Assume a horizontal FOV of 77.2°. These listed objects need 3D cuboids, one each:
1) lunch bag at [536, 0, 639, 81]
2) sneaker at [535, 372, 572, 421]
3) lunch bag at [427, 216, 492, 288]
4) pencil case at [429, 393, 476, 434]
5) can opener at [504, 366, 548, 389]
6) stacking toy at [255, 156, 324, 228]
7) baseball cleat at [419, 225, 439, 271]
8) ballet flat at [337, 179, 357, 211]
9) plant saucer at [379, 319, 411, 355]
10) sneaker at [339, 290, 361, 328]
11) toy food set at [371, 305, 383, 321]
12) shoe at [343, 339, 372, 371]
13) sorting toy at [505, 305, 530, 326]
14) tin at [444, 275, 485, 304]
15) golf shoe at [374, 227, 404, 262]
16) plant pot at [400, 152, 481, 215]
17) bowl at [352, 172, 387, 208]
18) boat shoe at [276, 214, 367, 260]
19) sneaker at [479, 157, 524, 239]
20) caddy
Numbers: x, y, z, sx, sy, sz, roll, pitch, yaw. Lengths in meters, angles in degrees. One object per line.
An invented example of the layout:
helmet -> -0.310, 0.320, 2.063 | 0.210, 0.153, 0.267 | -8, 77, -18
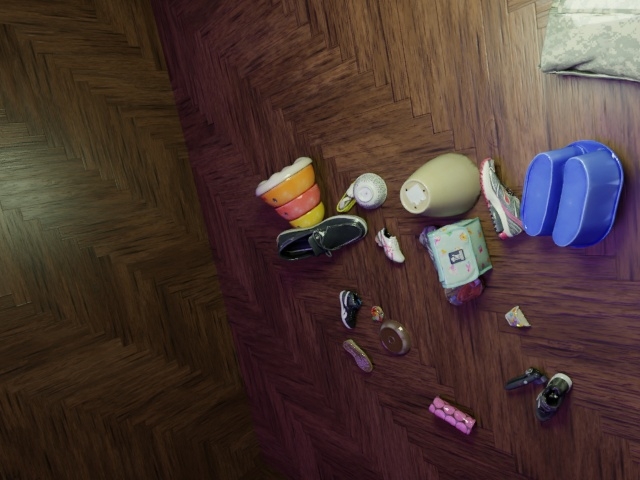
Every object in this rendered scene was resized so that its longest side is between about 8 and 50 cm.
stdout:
lunch bag -> 0.774, -0.573, 1.081 | 0.305, 0.212, 0.256 | 28, 123, 39
sneaker -> 0.863, 0.611, 1.520 | 0.078, 0.106, 0.234 | 34, 127, 36
lunch bag -> 0.528, 0.047, 1.551 | 0.160, 0.262, 0.223 | -12, 94, 49
pencil case -> 0.621, 0.817, 1.879 | 0.209, 0.098, 0.095 | 26, 78, 40
can opener -> 0.806, 0.561, 1.599 | 0.073, 0.059, 0.186 | 57, 137, 15
stacking toy -> -0.090, -0.172, 2.164 | 0.350, 0.350, 0.480 | -21, 106, 49
baseball cleat -> 0.491, 0.036, 1.748 | 0.109, 0.072, 0.206 | 2, 102, 61
ballet flat -> 0.151, -0.220, 1.998 | 0.077, 0.077, 0.231 | 55, 137, 19
plant saucer -> 0.374, 0.507, 2.068 | 0.198, 0.036, 0.199 | 21, 120, 41
sneaker -> 0.177, 0.384, 2.200 | 0.121, 0.079, 0.217 | -7, 98, 50
toy food set -> 0.300, 0.386, 2.113 | 0.083, 0.020, 0.083 | -15, 93, 49
shoe -> 0.221, 0.649, 2.281 | 0.219, 0.058, 0.076 | 46, 114, 20
sorting toy -> 0.762, 0.309, 1.573 | 0.083, 0.044, 0.075 | 61, 157, 11
tin -> 0.607, 0.202, 1.697 | 0.106, 0.040, 0.190 | 56, 137, 10
golf shoe -> 0.336, 0.025, 1.899 | 0.186, 0.067, 0.086 | 52, 134, 21
plant pot -> 0.437, -0.195, 1.547 | 0.256, 0.274, 0.257 | 20, 118, 42
bowl -> 0.219, -0.225, 1.877 | 0.170, 0.080, 0.170 | 6, 107, 22
boat shoe -> 0.000, 0.000, 2.055 | 0.500, 0.156, 0.187 | -12, 126, 17
sneaker -> 0.658, -0.158, 1.461 | 0.112, 0.121, 0.299 | -19, 89, 20
caddy -> 0.791, -0.138, 1.263 | 0.241, 0.179, 0.341 | -140, 45, -61
